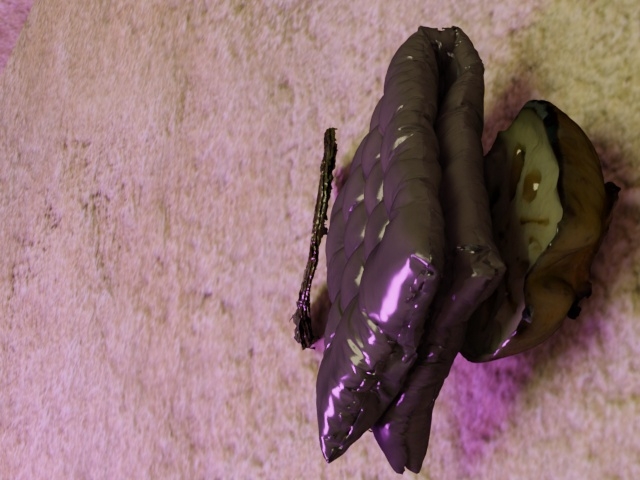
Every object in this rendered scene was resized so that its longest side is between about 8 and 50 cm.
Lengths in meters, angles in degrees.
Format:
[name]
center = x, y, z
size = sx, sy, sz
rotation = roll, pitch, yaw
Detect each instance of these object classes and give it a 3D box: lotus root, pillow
[lotus root]
center = 0.170, 0.000, 1.066
size = 0.183, 0.078, 0.203
rotation = 121, 160, -48
[pillow]
center = 0.067, -0.001, 1.131
size = 0.326, 0.101, 0.228
rotation = -89, 17, -50

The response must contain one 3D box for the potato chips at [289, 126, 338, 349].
[potato chips]
center = -0.004, -0.001, 1.362
size = 0.202, 0.029, 0.219
rotation = -132, 50, -87
